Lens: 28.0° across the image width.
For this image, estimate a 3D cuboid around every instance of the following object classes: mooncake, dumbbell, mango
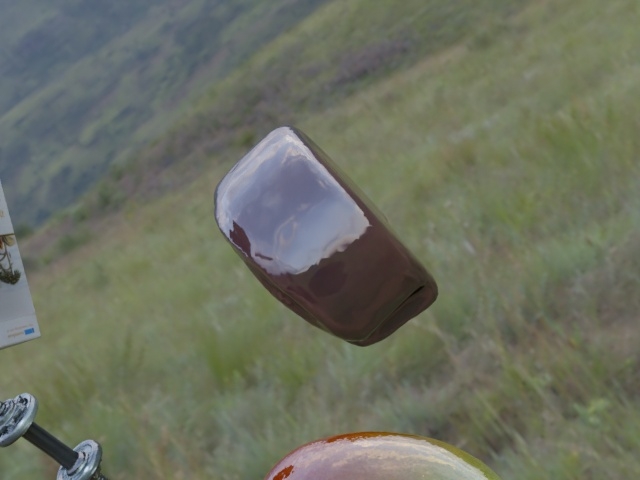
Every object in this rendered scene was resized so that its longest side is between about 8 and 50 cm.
[{"bbox_3d":[0.000,0.000,1.707,0.174,0.326,0.334,-45,-29,3],"label":"mooncake"},{"bbox_3d":[-0.356,0.265,1.678,0.082,0.254,0.081,-37,27,23],"label":"dumbbell"},{"bbox_3d":[0.057,0.244,1.168,0.289,0.129,0.146,-10,38,31],"label":"mango"}]

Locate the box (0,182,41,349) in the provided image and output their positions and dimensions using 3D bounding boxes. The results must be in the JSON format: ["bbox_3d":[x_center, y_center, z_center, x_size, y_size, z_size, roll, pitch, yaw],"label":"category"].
[{"bbox_3d":[-0.456,0.034,1.672,0.067,0.233,0.149,-15,0,26],"label":"box"}]
